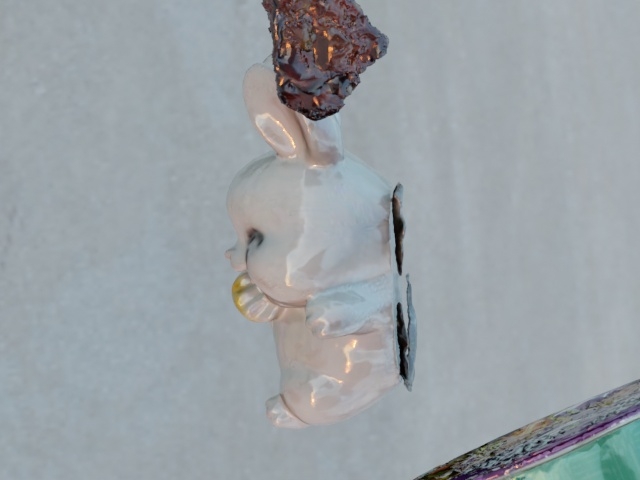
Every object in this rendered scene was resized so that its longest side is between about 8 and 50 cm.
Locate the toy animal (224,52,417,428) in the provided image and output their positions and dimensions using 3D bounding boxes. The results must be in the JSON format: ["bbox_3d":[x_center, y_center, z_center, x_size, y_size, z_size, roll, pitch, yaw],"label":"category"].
[{"bbox_3d":[0.000,0.005,1.321,0.208,0.154,0.325,-72,159,-79],"label":"toy animal"}]

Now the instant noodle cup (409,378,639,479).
[{"bbox_3d":[0.165,0.193,0.883,0.251,0.251,0.190,-12,77,-63],"label":"instant noodle cup"}]

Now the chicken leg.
[{"bbox_3d":[0.004,-0.179,1.123,0.053,0.093,0.205,-94,-178,-53],"label":"chicken leg"}]
